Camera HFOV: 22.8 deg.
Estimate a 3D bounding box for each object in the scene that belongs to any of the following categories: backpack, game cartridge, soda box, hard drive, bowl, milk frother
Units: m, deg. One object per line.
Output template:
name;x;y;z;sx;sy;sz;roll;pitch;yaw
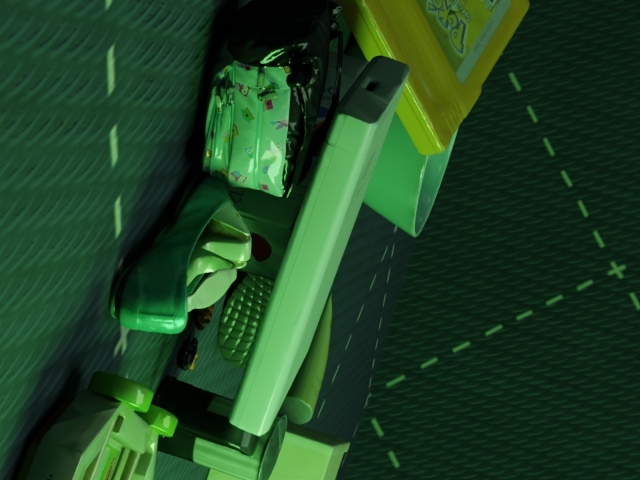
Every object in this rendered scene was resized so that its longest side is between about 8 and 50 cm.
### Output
backpack;-0.050;-0.134;1.507;0.152;0.115;0.182;-56;159;-57
game cartridge;0.143;-0.314;2.002;0.285;0.052;0.324;58;42;-29
soda box;-0.032;-0.092;1.775;0.098;0.091;0.286;97;13;-47
hard drive;0.000;0.000;1.644;0.233;0.047;0.353;-60;170;-67
bowl;0.103;-0.176;2.223;0.311;0.163;0.311;18;90;-82
milk frother;-0.125;0.235;1.684;0.129;0.134;0.143;-11;117;-77

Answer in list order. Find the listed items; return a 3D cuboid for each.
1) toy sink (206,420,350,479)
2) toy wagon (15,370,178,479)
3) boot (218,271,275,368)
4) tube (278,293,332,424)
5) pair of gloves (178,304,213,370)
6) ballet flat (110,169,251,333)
toy sink;-0.059;0.324;2.229;0.234;0.152;0.131;40;68;-82
toy wagon;-0.207;0.269;1.426;0.344;0.068;0.267;72;36;-72
boot;-0.052;0.026;1.944;0.161;0.083;0.246;-64;171;-72
tube;-0.013;0.194;2.579;0.070;0.062;0.240;-30;-155;33
pair of gloves;-0.138;0.105;1.765;0.074;0.010;0.083;64;47;-79
ballet flat;-0.113;0.015;1.490;0.247;0.087;0.083;-60;165;-56
